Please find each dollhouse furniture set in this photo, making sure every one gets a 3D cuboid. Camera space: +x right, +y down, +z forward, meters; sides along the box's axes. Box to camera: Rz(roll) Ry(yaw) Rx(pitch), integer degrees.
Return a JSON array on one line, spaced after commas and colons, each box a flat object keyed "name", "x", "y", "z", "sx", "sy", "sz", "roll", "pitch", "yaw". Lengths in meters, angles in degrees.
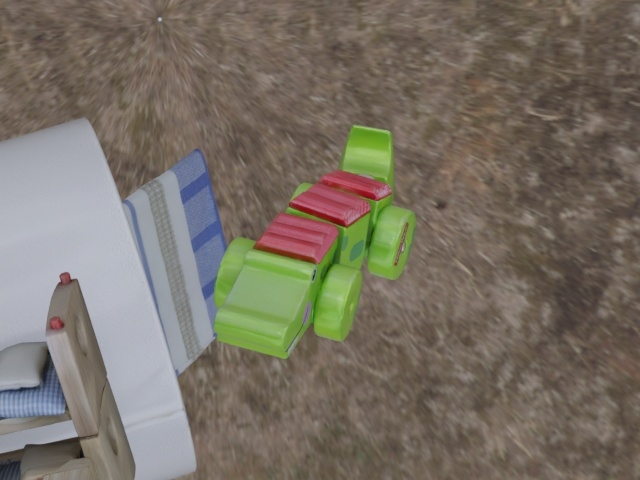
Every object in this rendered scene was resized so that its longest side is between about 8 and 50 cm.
[{"name": "dollhouse furniture set", "x": -0.172, "y": 0.121, "z": 0.743, "sx": 0.129, "sy": 0.183, "sz": 0.129, "roll": -12, "pitch": 114, "yaw": 2}]

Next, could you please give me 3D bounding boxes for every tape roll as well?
[{"name": "tape roll", "x": -0.194, "y": 0.059, "z": 0.976, "sx": 0.169, "sy": 0.246, "sz": 0.246, "roll": -18, "pitch": 100, "yaw": -10}]

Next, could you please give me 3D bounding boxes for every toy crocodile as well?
[{"name": "toy crocodile", "x": 0.000, "y": 0.000, "z": 1.319, "sx": 0.115, "sy": 0.340, "sz": 0.105, "roll": 16, "pitch": 119, "yaw": 17}]

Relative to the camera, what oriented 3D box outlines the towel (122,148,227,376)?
[{"name": "towel", "x": -0.178, "y": 0.057, "z": 1.481, "sx": 0.034, "sy": 0.285, "sz": 0.209, "roll": 5, "pitch": 119, "yaw": 30}]
